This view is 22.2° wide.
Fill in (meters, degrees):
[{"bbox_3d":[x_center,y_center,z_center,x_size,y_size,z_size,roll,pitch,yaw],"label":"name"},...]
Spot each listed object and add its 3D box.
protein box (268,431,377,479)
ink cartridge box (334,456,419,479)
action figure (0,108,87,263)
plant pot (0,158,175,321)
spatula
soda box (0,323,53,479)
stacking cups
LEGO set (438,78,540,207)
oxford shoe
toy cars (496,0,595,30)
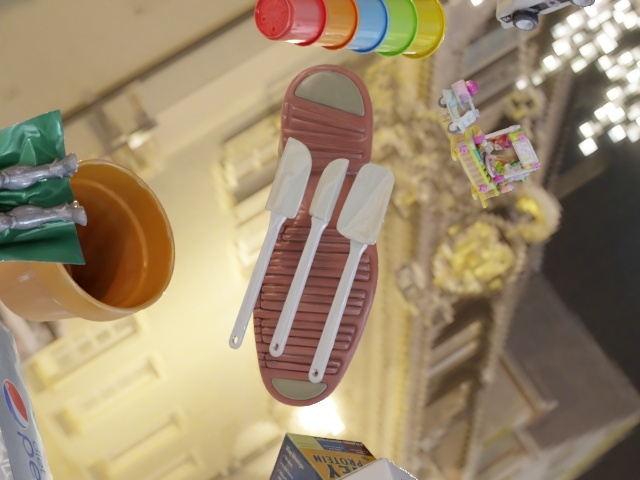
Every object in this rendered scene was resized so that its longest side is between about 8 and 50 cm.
[{"bbox_3d":[0.013,0.415,2.334,0.200,0.136,0.201,42,-64,57],"label":"protein box"},{"bbox_3d":[0.073,0.387,1.688,0.270,0.197,0.198,40,26,-49],"label":"ink cartridge box"},{"bbox_3d":[-0.317,-0.024,1.370,0.063,0.232,0.137,179,-100,-69],"label":"action figure"},{"bbox_3d":[-0.326,0.021,2.117,0.188,0.205,0.205,-24,-79,41],"label":"plant pot"},{"bbox_3d":[-0.014,0.022,1.750,0.168,0.242,0.019,20,3,37],"label":"spatula"},{"bbox_3d":[-0.289,0.204,1.398,0.098,0.091,0.286,53,15,-66],"label":"soda box"},{"bbox_3d":[0.041,-0.290,2.097,0.316,0.096,0.096,-2,50,-54],"label":"stacking cups"},{"bbox_3d":[0.267,-0.124,2.355,0.287,0.107,0.132,41,36,-59],"label":"LEGO set"},{"bbox_3d":[0.000,0.000,1.928,0.146,0.140,0.397,113,-14,-83],"label":"oxford shoe"},{"bbox_3d":[0.242,-0.393,2.180,0.087,0.176,0.393,26,11,-37],"label":"toy cars"}]
